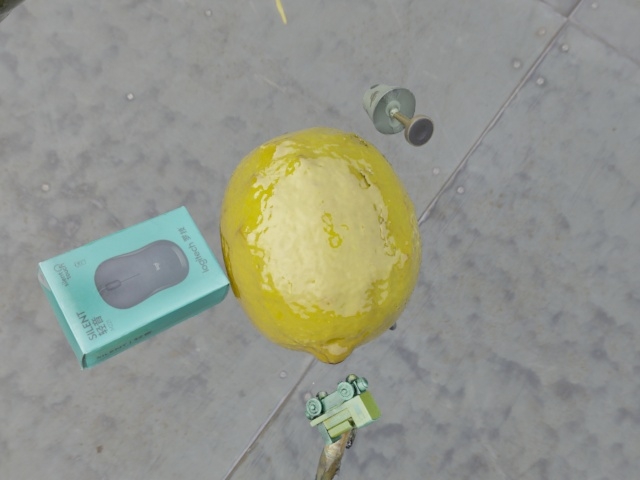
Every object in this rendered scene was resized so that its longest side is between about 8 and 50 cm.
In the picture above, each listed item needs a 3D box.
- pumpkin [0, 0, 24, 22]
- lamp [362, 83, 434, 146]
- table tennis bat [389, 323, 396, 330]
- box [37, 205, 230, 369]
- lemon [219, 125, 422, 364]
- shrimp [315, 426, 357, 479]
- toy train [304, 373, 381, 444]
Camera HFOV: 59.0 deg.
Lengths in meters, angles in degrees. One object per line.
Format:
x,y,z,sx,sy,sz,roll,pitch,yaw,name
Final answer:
-0.403,-0.348,0.518,0.225,0.303,0.256,-31,64,10,pumpkin
0.185,-0.301,1.346,0.121,0.121,0.215,-29,40,-8,lamp
0.149,0.144,1.475,0.027,0.236,0.150,-22,46,14,table tennis bat
-0.362,0.086,1.119,0.311,0.118,0.205,-25,73,-27,box
0.000,0.002,0.700,0.260,0.260,0.284,-19,49,-5,lemon
0.040,0.446,1.200,0.051,0.150,0.217,24,101,19,shrimp
0.033,0.259,0.873,0.122,0.050,0.081,-38,74,24,toy train
